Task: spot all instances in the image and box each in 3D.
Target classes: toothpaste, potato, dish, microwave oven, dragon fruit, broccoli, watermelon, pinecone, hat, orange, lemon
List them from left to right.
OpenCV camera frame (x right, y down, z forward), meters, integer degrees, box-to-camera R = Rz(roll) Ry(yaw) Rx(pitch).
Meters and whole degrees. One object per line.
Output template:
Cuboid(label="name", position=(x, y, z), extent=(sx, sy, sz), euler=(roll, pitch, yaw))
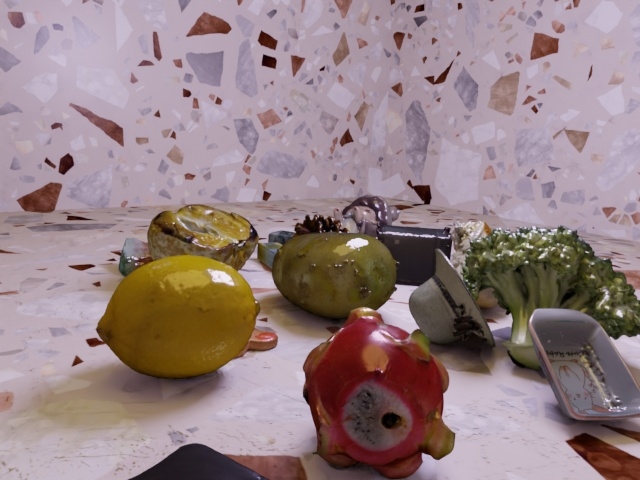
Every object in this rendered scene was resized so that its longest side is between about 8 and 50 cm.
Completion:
Cuboid(label="watermelon", position=(-0.519, 0.061, 1.693), extent=(0.241, 0.094, 0.154), euler=(1, 19, -23))
Cuboid(label="lemon", position=(-0.254, 0.140, 0.974), extent=(0.263, 0.236, 0.236), euler=(19, 10, -6))
Cuboid(label="orange", position=(-0.359, 0.021, 1.554), extent=(0.271, 0.210, 0.368), euler=(32, 22, 17))
Cuboid(label="toothpaste", position=(-0.124, 0.066, 1.764), extent=(0.089, 0.071, 0.313), euler=(0, 11, -26))
Cuboid(label="pinecone", position=(0.000, -0.002, 1.778), extent=(0.212, 0.185, 0.168), euler=(33, 34, -18))
Cuboid(label="potato", position=(0.011, 0.086, 1.359), extent=(0.359, 0.219, 0.270), euler=(3, 0, 39))
Cuboid(label="dragon fruit", position=(0.079, 0.218, 0.762), extent=(0.224, 0.224, 0.227), euler=(5, 10, 11))
Cuboid(label="microwave oven", position=(0.300, 0.042, 1.728), extent=(0.247, 0.178, 0.188), euler=(5, 14, 8))
Cuboid(label="hat", position=(0.275, 0.159, 1.195), extent=(0.130, 0.257, 0.257), euler=(-30, 11, 5))
Cuboid(label="broccoli", position=(0.508, 0.124, 1.153), extent=(0.338, 0.317, 0.277), euler=(14, -35, -24))
Cuboid(label="dish", position=(0.458, 0.223, 0.946), extent=(0.154, 0.064, 0.234), euler=(1, 46, -10))

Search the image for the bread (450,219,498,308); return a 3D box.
Cuboid(label="bread", position=(0.454, 0.084, 1.509), extent=(0.192, 0.171, 0.314), euler=(38, 37, -17))

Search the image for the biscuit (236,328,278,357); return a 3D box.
Cuboid(label="biscuit", position=(-0.221, 0.198, 1.180), extent=(0.165, 0.036, 0.250), euler=(-6, 14, -41))

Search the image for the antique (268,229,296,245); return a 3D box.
Cuboid(label="antique", position=(-0.107, 0.017, 1.964), extent=(0.183, 0.086, 0.088), euler=(9, 12, 28))

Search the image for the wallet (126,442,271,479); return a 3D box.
Cuboid(label="wallet", position=(-0.190, 0.328, 0.514), extent=(0.197, 0.051, 0.377), euler=(13, 15, 28))

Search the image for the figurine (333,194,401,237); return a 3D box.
Cuboid(label="figurine", position=(0.170, -0.070, 2.249), extent=(0.248, 0.203, 0.380), euler=(3, 21, 35))
